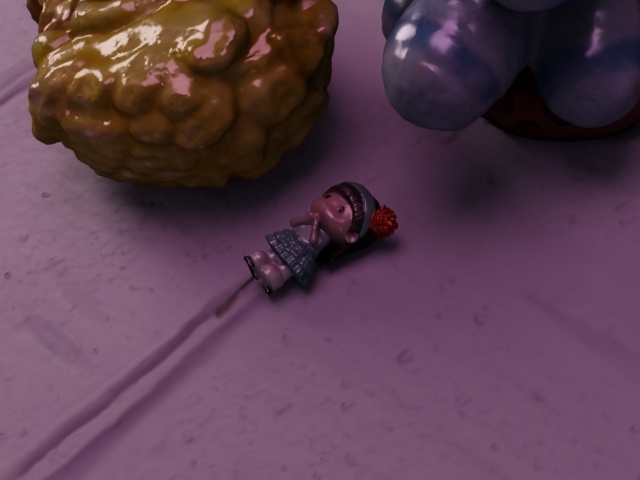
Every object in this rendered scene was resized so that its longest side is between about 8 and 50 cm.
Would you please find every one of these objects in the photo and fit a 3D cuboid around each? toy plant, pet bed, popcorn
[{"bbox_3d":[0.148,-0.211,1.260,0.247,0.247,0.332,25,70,32],"label":"toy plant"},{"bbox_3d":[0.195,-0.152,1.360,0.201,0.053,0.201,-11,48,13],"label":"pet bed"},{"bbox_3d":[-0.125,-0.144,1.363,0.225,0.173,0.286,-42,51,-12],"label":"popcorn"}]

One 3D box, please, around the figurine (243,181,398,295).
[{"bbox_3d":[0.000,0.000,1.283,0.106,0.047,0.060,-34,41,-12],"label":"figurine"}]
